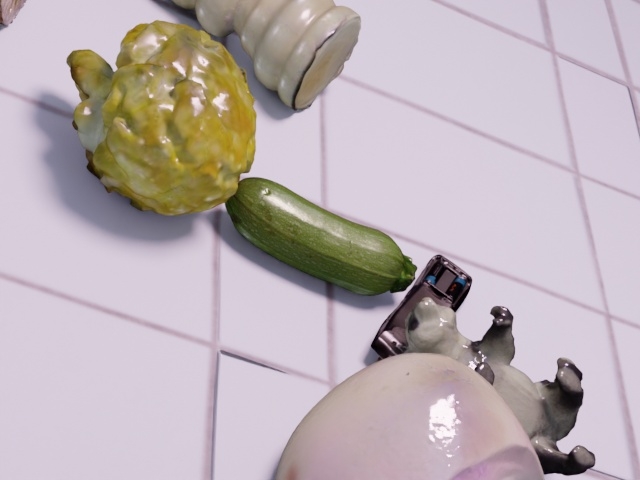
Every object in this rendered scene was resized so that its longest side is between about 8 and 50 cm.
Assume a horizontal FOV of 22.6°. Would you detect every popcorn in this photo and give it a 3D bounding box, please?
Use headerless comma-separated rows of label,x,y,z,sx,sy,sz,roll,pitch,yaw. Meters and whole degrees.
popcorn,-0.163,-0.123,1.575,0.212,0.198,0.198,14,36,11

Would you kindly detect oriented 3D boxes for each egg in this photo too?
egg,0.081,0.188,1.406,0.206,0.162,0.271,37,32,17

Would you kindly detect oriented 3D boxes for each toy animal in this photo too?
toy animal,0.169,0.140,1.559,0.225,0.121,0.094,40,60,-19

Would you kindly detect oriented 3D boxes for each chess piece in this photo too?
chess piece,-0.085,-0.268,1.818,0.243,0.133,0.133,37,37,11

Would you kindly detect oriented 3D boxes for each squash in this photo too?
squash,0.000,0.000,1.638,0.219,0.068,0.077,23,34,-17

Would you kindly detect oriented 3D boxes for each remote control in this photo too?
remote control,0.108,0.075,1.668,0.059,0.028,0.212,39,32,1

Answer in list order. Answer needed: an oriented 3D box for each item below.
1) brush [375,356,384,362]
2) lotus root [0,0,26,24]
brush,0.129,0.157,1.619,0.169,0.014,0.043,19,42,-22
lotus root,-0.336,-0.294,1.653,0.081,0.112,0.122,25,39,-2
